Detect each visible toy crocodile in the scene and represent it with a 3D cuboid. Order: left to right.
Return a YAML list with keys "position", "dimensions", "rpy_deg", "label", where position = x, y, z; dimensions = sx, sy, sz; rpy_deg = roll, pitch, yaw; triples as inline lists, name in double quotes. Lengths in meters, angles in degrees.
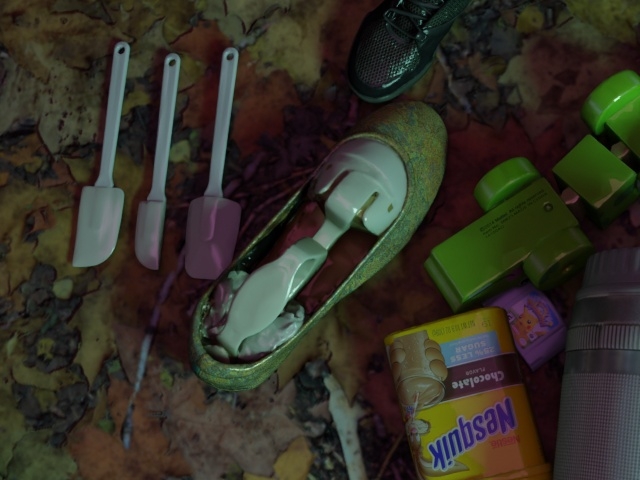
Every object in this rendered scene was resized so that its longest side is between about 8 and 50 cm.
- position: [0.251, -0.047, 1.051]
  dimensions: [0.340, 0.105, 0.115]
  rpy_deg: [-38, 62, 2]
  label: "toy crocodile"

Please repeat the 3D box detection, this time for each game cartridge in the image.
- position: [0.199, 0.077, 1.072]
  dimensions: [0.056, 0.017, 0.083]
  rpy_deg: [-36, 78, -4]
  label: "game cartridge"

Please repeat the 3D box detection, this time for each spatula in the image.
- position: [-0.158, -0.085, 1.145]
  dimensions: [0.168, 0.019, 0.242]
  rpy_deg: [4, 79, 13]
  label: "spatula"

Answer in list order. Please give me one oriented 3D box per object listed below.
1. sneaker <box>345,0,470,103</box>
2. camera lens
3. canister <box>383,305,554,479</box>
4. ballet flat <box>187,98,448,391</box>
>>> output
- position: [0.100, -0.240, 1.085]
  dimensions: [0.087, 0.130, 0.227]
  rpy_deg: [42, 89, 14]
  label: "sneaker"
- position: [0.311, 0.158, 0.940]
  dimensions: [0.219, 0.219, 0.274]
  rpy_deg: [6, 80, 8]
  label: "camera lens"
- position: [0.134, 0.157, 1.031]
  dimensions: [0.126, 0.073, 0.170]
  rpy_deg: [-17, 76, 15]
  label: "canister"
- position: [0.000, 0.000, 1.059]
  dimensions: [0.123, 0.123, 0.348]
  rpy_deg: [40, 86, 12]
  label: "ballet flat"
